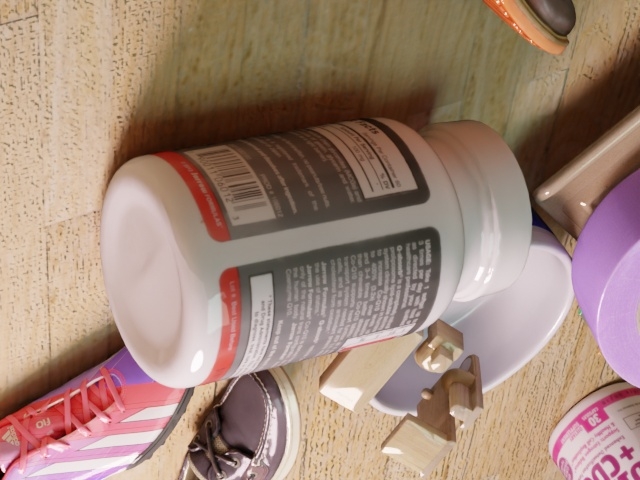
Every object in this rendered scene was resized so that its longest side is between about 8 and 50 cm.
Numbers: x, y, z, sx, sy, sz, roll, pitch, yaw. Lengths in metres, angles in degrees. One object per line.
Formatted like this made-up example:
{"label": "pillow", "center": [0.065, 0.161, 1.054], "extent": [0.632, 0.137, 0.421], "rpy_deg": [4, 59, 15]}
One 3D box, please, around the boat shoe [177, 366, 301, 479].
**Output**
{"label": "boat shoe", "center": [-0.098, 0.237, 1.985], "extent": [0.092, 0.103, 0.285], "rpy_deg": [-16, 148, -32]}

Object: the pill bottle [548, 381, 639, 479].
{"label": "pill bottle", "center": [0.432, 0.335, 2.366], "extent": [0.160, 0.283, 0.160], "rpy_deg": [-22, 144, -17]}

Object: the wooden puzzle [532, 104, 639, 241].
{"label": "wooden puzzle", "center": [0.434, -0.070, 1.943], "extent": [0.322, 0.080, 0.348], "rpy_deg": [-40, 127, 17]}

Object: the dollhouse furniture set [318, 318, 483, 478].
{"label": "dollhouse furniture set", "center": [0.086, 0.127, 1.877], "extent": [0.151, 0.123, 0.144], "rpy_deg": [31, 116, -15]}

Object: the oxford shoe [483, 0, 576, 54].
{"label": "oxford shoe", "center": [0.161, -0.282, 1.542], "extent": [0.133, 0.130, 0.364], "rpy_deg": [-42, 145, 2]}

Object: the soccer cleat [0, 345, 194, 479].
{"label": "soccer cleat", "center": [-0.253, 0.192, 1.805], "extent": [0.318, 0.108, 0.116], "rpy_deg": [-40, 141, 14]}

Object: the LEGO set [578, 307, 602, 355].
{"label": "LEGO set", "center": [0.493, 0.110, 2.221], "extent": [0.255, 0.192, 0.331], "rpy_deg": [-42, 144, 12]}

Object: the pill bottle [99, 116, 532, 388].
{"label": "pill bottle", "center": [0.000, 0.000, 1.677], "extent": [0.363, 0.210, 0.210], "rpy_deg": [-11, 140, -29]}

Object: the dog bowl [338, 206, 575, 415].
{"label": "dog bowl", "center": [0.137, 0.063, 1.957], "extent": [0.265, 0.104, 0.265], "rpy_deg": [-21, 144, -16]}

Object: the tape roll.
{"label": "tape roll", "center": [0.405, 0.033, 1.907], "extent": [0.275, 0.090, 0.274], "rpy_deg": [-8, 128, -10]}
